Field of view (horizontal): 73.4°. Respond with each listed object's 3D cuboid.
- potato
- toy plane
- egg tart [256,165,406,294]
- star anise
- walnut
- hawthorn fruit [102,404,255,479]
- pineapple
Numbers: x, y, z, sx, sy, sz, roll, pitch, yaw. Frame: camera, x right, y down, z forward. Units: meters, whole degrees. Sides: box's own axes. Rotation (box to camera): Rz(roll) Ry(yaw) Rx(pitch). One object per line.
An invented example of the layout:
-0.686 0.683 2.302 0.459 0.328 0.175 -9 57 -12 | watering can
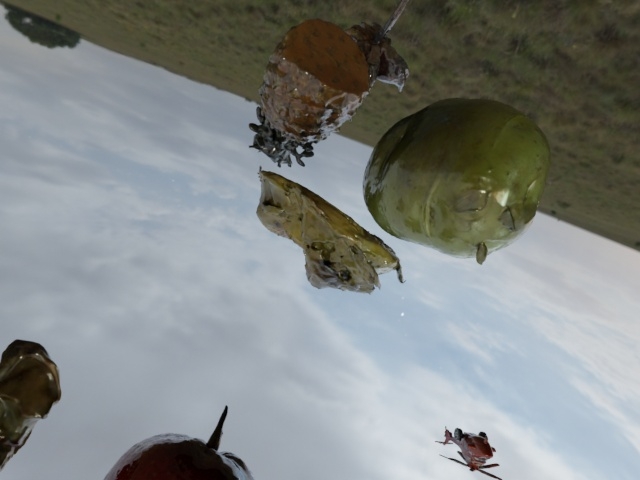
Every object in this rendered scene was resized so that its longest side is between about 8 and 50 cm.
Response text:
0.133 -0.068 0.465 0.143 0.169 0.248 48 172 -18 | potato
0.314 0.435 0.909 0.126 0.077 0.194 8 167 13 | toy plane
0.000 0.000 0.667 0.297 0.132 0.297 37 179 1 | egg tart
0.137 -0.332 0.643 0.148 0.218 0.227 16 167 -25 | star anise
-0.519 0.257 0.620 0.238 0.204 0.141 -1 172 -44 | walnut
-0.200 0.390 0.622 0.254 0.254 0.300 22 -126 1 | hawthorn fruit
-0.044 -0.210 0.698 0.158 0.158 0.279 16 155 -23 | pineapple
